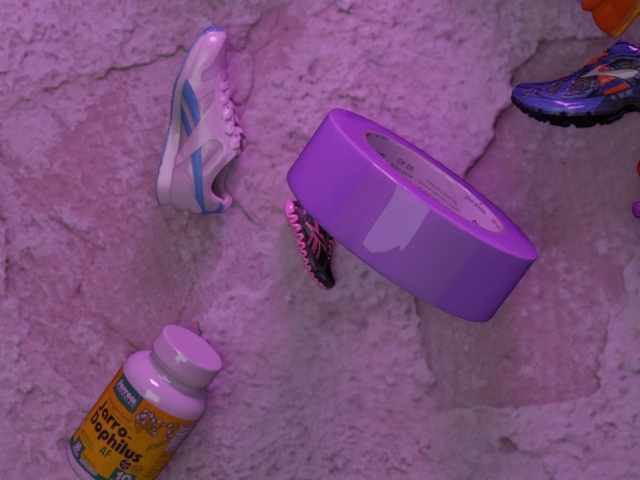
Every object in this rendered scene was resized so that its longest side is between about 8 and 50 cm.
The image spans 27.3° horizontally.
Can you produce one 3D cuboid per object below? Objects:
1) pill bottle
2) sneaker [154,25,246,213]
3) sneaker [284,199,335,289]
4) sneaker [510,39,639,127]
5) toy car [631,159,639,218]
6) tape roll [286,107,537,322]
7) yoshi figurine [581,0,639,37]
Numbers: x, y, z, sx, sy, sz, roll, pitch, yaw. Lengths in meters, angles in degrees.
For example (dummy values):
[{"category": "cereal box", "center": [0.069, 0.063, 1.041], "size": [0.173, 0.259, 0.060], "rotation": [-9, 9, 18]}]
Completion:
[{"category": "pill bottle", "center": [-0.214, 0.211, 1.633], "size": [0.117, 0.117, 0.208], "rotation": [39, 104, 9]}, {"category": "sneaker", "center": [-0.133, -0.144, 1.595], "size": [0.092, 0.087, 0.229], "rotation": [13, 106, 7]}, {"category": "sneaker", "center": [0.000, 0.000, 1.592], "size": [0.057, 0.047, 0.119], "rotation": [-21, 91, 5]}, {"category": "sneaker", "center": [0.322, -0.177, 1.470], "size": [0.221, 0.083, 0.087], "rotation": [-6, 81, 11]}, {"category": "toy car", "center": [0.402, -0.045, 1.432], "size": [0.136, 0.159, 0.182], "rotation": [10, 101, 49]}, {"category": "tape roll", "center": [0.100, -0.030, 1.437], "size": [0.275, 0.275, 0.090], "rotation": [38, 104, 9]}, {"category": "yoshi figurine", "center": [0.256, -0.406, 1.397], "size": [0.362, 0.203, 0.203], "rotation": [46, 103, 11]}]
